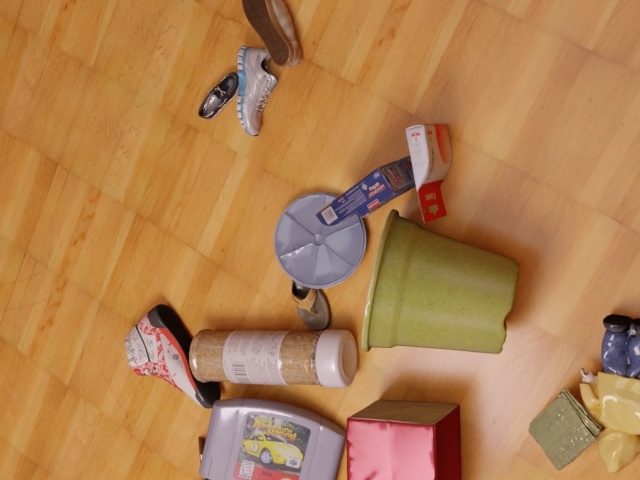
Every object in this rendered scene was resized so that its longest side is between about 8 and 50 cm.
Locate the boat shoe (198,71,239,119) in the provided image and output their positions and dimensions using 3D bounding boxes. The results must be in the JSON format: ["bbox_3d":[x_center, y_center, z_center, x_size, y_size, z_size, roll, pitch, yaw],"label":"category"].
[{"bbox_3d":[-0.221,-0.313,1.837,0.125,0.038,0.046,-45,79,22],"label":"boat shoe"}]

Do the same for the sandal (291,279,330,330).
[{"bbox_3d":[-0.032,0.107,1.804,0.072,0.049,0.180,-13,91,24],"label":"sandal"}]

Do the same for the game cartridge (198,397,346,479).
[{"bbox_3d":[-0.102,0.446,1.827,0.294,0.060,0.196,13,98,0],"label":"game cartridge"}]

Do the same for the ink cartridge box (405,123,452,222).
[{"bbox_3d":[0.218,-0.131,1.611,0.045,0.145,0.179,-13,92,26],"label":"ink cartridge box"}]

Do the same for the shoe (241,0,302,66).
[{"bbox_3d":[-0.101,-0.457,1.762,0.076,0.058,0.219,-32,80,44],"label":"shoe"}]

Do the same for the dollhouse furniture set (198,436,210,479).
[{"bbox_3d":[-0.197,0.530,1.946,0.151,0.123,0.144,-5,96,-11],"label":"dollhouse furniture set"}]

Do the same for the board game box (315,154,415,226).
[{"bbox_3d":[0.118,-0.099,1.655,0.194,0.194,0.060,-35,85,44],"label":"board game box"}]

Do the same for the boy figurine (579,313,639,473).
[{"bbox_3d":[0.563,0.285,1.546,0.177,0.092,0.285,4,99,23],"label":"boy figurine"}]

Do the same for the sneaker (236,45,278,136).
[{"bbox_3d":[-0.129,-0.315,1.783,0.083,0.071,0.190,1,98,18],"label":"sneaker"}]

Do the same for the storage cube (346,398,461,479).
[{"bbox_3d":[0.168,0.430,1.675,0.184,0.215,0.193,-1,91,24],"label":"storage cube"}]

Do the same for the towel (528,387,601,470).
[{"bbox_3d":[0.457,0.357,1.594,0.110,0.027,0.148,57,140,31],"label":"towel"}]

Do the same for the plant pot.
[{"bbox_3d":[0.231,0.099,1.594,0.254,0.276,0.276,11,101,10],"label":"plant pot"}]

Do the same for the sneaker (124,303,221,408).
[{"bbox_3d":[-0.344,0.292,1.947,0.145,0.090,0.270,-39,77,24],"label":"sneaker"}]

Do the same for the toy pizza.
[{"bbox_3d":[0.000,0.000,1.773,0.201,0.032,0.201,-1,86,17],"label":"toy pizza"}]

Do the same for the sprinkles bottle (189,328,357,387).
[{"bbox_3d":[-0.103,0.249,1.815,0.355,0.121,0.121,-2,96,24],"label":"sprinkles bottle"}]
